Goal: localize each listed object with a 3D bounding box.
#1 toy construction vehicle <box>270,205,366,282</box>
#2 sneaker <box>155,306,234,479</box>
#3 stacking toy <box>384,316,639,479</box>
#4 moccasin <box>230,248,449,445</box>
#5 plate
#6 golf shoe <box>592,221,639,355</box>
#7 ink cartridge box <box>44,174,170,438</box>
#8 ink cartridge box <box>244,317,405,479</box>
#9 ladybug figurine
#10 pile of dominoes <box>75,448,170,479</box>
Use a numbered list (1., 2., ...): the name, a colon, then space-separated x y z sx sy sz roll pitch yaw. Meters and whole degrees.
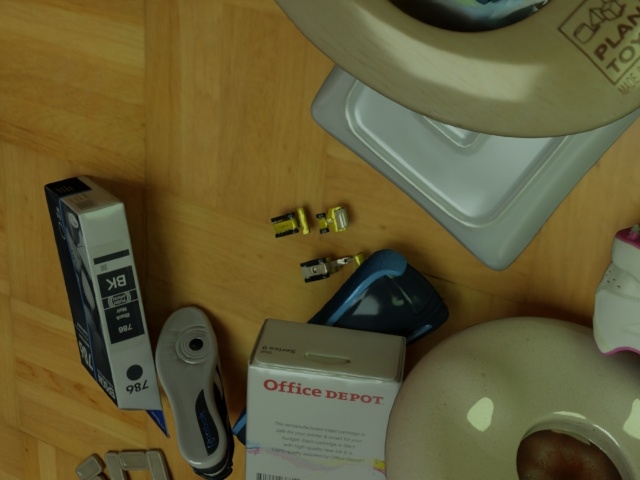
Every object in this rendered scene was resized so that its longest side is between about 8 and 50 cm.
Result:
1. toy construction vehicle: 0.000 0.000 1.075 0.098 0.035 0.086 -16 92 32
2. sneaker: -0.159 0.204 1.201 0.079 0.217 0.121 -10 149 -3
3. stacking toy: 0.184 0.341 0.994 0.350 0.350 0.480 34 140 13
4. moccasin: 0.013 0.158 1.072 0.116 0.138 0.342 37 130 -5
5. plate: 0.142 -0.138 0.919 0.278 0.045 0.277 41 126 9
6. golf shoe: 0.388 0.101 0.836 0.306 0.115 0.140 30 112 25
7. ink cartridge box: -0.277 0.093 1.211 0.165 0.065 0.333 26 129 56
8. ink cartridge box: 0.003 0.200 0.987 0.154 0.093 0.213 6 119 5
9. ladybug figurine: 0.115 -0.258 0.775 0.305 0.162 0.449 -46 79 7
10. pile of dominoes: -0.275 0.433 1.440 0.195 0.040 0.251 -8 99 33
